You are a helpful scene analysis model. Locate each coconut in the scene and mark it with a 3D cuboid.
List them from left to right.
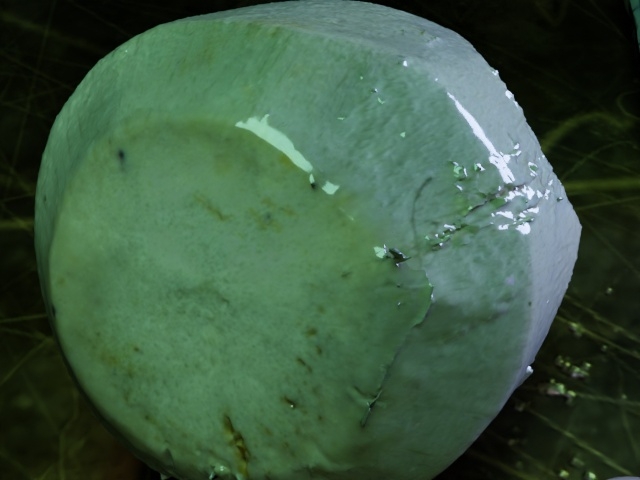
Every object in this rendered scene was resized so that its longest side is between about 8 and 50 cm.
[{"bbox_3d":[0.000,0.000,0.675,0.245,0.245,0.247,18,20,16],"label":"coconut"}]

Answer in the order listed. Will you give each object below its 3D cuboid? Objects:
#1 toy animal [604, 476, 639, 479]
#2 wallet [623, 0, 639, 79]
[{"bbox_3d":[0.153,0.158,0.615,0.124,0.124,0.212,37,57,27],"label":"toy animal"},{"bbox_3d":[0.385,-0.126,0.878,0.379,0.046,0.191,0,52,2],"label":"wallet"}]
